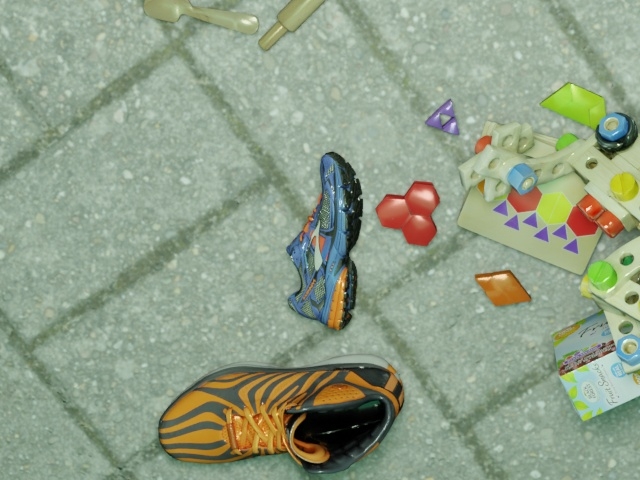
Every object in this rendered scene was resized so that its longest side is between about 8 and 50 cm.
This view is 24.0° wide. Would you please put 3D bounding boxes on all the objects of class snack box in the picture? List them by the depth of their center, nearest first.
[{"bbox_3d":[0.384,0.118,1.784,0.207,0.174,0.070,-26,99,12],"label":"snack box"}]

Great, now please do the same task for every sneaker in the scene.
[{"bbox_3d":[0.000,0.000,1.846,0.087,0.083,0.221,7,100,12],"label":"sneaker"},{"bbox_3d":[-0.058,0.221,1.847,0.321,0.180,0.124,-16,101,9],"label":"sneaker"}]

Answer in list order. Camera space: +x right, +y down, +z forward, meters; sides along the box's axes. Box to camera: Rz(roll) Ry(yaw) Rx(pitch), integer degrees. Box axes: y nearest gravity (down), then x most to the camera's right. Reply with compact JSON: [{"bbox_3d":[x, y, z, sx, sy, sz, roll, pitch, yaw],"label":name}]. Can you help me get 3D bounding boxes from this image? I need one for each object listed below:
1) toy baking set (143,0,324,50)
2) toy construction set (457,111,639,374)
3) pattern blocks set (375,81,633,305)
[{"bbox_3d":[-0.084,-0.332,1.805,0.197,0.030,0.256,41,103,-2],"label":"toy baking set"},{"bbox_3d":[0.320,-0.026,1.710,0.215,0.151,0.327,-44,66,2],"label":"toy construction set"},{"bbox_3d":[0.263,-0.055,1.832,0.325,0.026,0.285,30,104,-2],"label":"pattern blocks set"}]
